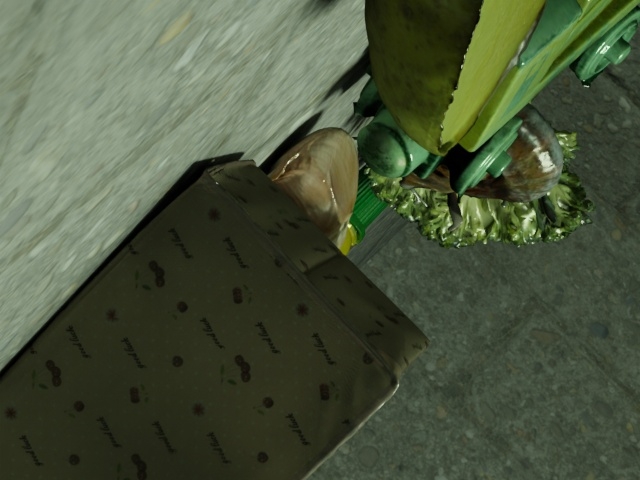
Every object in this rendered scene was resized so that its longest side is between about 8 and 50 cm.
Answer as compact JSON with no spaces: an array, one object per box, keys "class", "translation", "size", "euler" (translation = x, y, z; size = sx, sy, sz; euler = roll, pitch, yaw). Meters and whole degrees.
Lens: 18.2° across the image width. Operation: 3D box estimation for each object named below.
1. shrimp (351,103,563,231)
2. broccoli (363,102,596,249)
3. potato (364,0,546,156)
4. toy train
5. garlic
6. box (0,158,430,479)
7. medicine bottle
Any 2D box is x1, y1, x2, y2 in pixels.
[{"class":"shrimp","translation":[0.127,-0.094,2.050],"size":[0.343,0.145,0.116],"euler":[4,-120,56]},{"class":"broccoli","translation":[0.171,-0.143,2.293],"size":[0.221,0.252,0.361],"euler":[-48,142,-18]},{"class":"potato","translation":[0.090,-0.182,1.335],"size":[0.160,0.111,0.271],"euler":[-51,166,-34]},{"class":"toy train","translation":[0.190,-0.209,1.804],"size":[0.397,0.160,0.253],"euler":[-42,168,-35]},{"class":"garlic","translation":[-0.031,-0.028,1.835],"size":[0.174,0.099,0.124],"euler":[-43,-163,35]},{"class":"box","translation":[-0.098,0.118,1.585],"size":[0.297,0.225,0.190],"euler":[-45,175,11]},{"class":"medicine bottle","translation":[0.000,0.000,2.417],"size":[0.309,0.076,0.111],"euler":[-43,-179,-28]}]
